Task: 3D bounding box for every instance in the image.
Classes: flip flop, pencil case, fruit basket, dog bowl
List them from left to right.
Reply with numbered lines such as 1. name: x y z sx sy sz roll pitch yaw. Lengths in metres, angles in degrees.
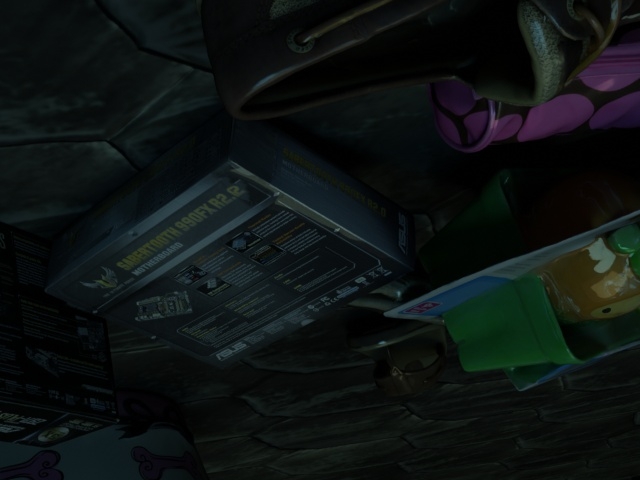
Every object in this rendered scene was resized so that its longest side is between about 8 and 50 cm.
1. dog bowl: -0.332 0.308 1.327 0.408 0.150 0.408 -11 158 -4
2. flip flop: 0.103 0.150 1.267 0.112 0.080 0.277 -15 157 5
3. pencil case: 0.179 -0.109 0.690 0.209 0.095 0.098 -10 -168 -11
4. fruit basket: 0.272 -0.002 0.809 0.353 0.165 0.327 -20 171 36

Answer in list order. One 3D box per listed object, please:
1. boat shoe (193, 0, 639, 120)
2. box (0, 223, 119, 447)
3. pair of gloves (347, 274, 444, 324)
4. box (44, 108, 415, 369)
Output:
1. boat shoe: 0.105 -0.124 0.571 0.342 0.123 0.123 -7 157 -12
2. box: -0.248 0.071 0.818 0.078 0.147 0.180 -22 156 21
3. pair of gloves: 0.099 0.057 1.010 0.240 0.042 0.204 13 176 -39
4. box: -0.072 0.009 0.817 0.183 0.056 0.231 30 136 -33
